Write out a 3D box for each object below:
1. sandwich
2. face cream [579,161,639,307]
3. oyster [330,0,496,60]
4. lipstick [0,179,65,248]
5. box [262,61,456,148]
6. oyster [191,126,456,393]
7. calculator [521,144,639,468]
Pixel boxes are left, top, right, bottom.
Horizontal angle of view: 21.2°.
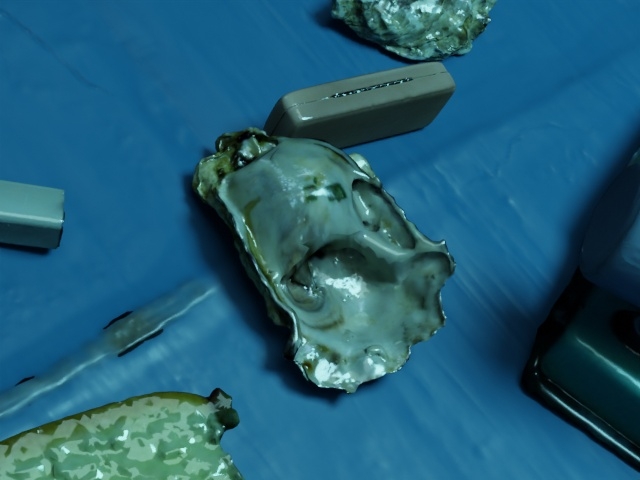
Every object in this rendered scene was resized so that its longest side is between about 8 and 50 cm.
[{"bbox_3d":[-0.082,0.151,0.676,0.128,0.235,0.122,-18,73,-19],"label":"sandwich"},{"bbox_3d":[0.317,0.072,0.919,0.385,0.086,0.135,26,56,-12],"label":"face cream"},{"bbox_3d":[0.063,-0.156,1.062,0.098,0.037,0.100,26,51,-6],"label":"oyster"},{"bbox_3d":[-0.184,-0.018,0.870,0.107,0.025,0.025,9,54,-11],"label":"lipstick"},{"bbox_3d":[0.021,-0.075,0.982,0.115,0.048,0.025,-15,69,-30],"label":"box"},{"bbox_3d":[0.003,-0.002,0.922,0.108,0.053,0.165,-29,79,-8],"label":"oyster"},{"bbox_3d":[0.267,0.046,1.000,0.248,0.058,0.274,37,52,4],"label":"calculator"}]
